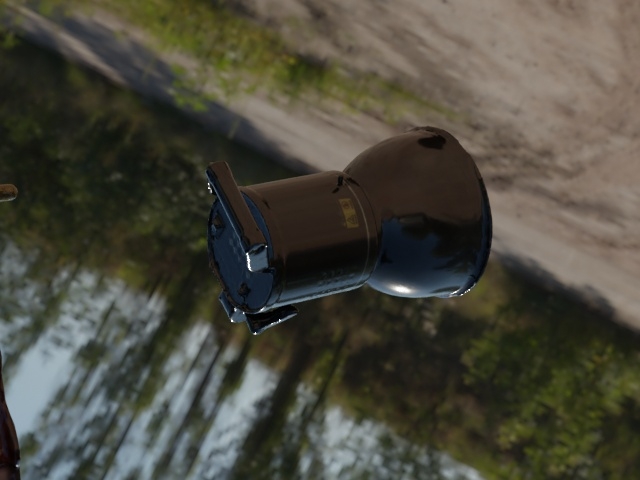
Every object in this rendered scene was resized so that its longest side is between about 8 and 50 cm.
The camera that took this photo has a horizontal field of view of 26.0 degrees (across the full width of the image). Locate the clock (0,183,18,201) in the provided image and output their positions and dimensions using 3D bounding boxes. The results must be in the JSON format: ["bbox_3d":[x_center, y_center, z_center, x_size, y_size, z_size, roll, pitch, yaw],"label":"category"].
[{"bbox_3d":[-0.425,-0.032,1.187,0.308,0.096,0.235,5,169,-38],"label":"clock"}]

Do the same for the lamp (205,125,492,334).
[{"bbox_3d":[0.000,0.000,1.102,0.227,0.172,0.147,-12,-117,-31],"label":"lamp"}]

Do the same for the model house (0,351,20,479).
[{"bbox_3d":[-0.362,0.162,1.010,0.254,0.196,0.160,-13,-167,-26],"label":"model house"}]
